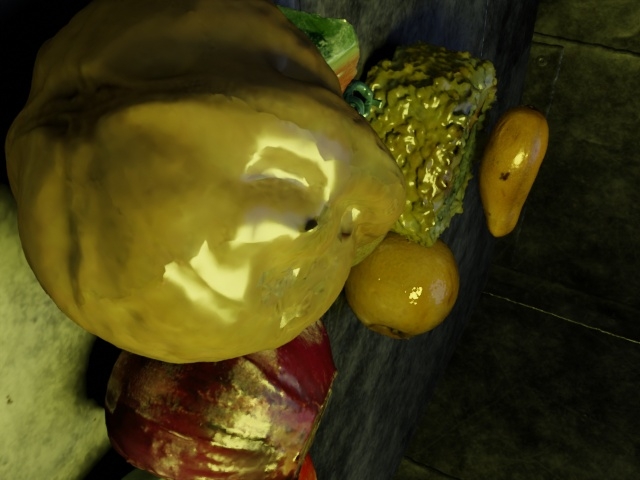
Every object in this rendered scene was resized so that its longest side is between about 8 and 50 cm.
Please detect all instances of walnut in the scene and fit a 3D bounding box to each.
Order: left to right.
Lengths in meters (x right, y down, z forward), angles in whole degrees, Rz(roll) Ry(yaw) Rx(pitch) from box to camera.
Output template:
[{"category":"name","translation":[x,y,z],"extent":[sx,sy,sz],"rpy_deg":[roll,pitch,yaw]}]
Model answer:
[{"category":"walnut","translation":[-0.105,-0.066,0.679],"extent":[0.383,0.383,0.384],"rpy_deg":[-50,150,-43]}]

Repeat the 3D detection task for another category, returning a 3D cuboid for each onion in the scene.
[{"category":"onion","translation":[-0.109,0.167,0.923],"extent":[0.260,0.281,0.336],"rpy_deg":[-67,159,1]}]

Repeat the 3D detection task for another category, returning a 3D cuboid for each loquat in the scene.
[{"category":"loquat","translation":[0.184,0.087,1.620],"extent":[0.275,0.274,0.275],"rpy_deg":[-50,150,-43]}]

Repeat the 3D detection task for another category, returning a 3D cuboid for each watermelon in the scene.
[{"category":"watermelon","translation":[-0.047,-0.223,0.950],"extent":[0.256,0.192,0.140],"rpy_deg":[-10,118,-82]}]

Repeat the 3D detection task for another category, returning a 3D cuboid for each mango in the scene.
[{"category":"mango","translation":[0.402,-0.152,1.505],"extent":[0.177,0.120,0.295],"rpy_deg":[-54,160,-50]}]

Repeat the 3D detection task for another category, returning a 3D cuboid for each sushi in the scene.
[{"category":"sushi","translation":[0.218,-0.214,1.485],"extent":[0.351,0.240,0.397],"rpy_deg":[-31,138,-60]}]

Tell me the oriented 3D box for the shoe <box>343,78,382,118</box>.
[{"category":"shoe","translation":[0.025,-0.228,1.182],"extent":[0.207,0.106,0.092],"rpy_deg":[-32,135,-50]}]

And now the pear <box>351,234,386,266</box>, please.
[{"category":"pear","translation":[0.013,-0.055,1.143],"extent":[0.228,0.188,0.211],"rpy_deg":[36,74,-40]}]

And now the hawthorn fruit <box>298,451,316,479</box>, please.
[{"category":"hawthorn fruit","translation":[-0.135,0.387,1.157],"extent":[0.254,0.254,0.300],"rpy_deg":[-7,89,-67]}]

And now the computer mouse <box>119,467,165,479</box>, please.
[{"category":"computer mouse","translation":[-0.272,0.372,0.913],"extent":[0.379,0.090,0.167],"rpy_deg":[-29,174,-29]}]
